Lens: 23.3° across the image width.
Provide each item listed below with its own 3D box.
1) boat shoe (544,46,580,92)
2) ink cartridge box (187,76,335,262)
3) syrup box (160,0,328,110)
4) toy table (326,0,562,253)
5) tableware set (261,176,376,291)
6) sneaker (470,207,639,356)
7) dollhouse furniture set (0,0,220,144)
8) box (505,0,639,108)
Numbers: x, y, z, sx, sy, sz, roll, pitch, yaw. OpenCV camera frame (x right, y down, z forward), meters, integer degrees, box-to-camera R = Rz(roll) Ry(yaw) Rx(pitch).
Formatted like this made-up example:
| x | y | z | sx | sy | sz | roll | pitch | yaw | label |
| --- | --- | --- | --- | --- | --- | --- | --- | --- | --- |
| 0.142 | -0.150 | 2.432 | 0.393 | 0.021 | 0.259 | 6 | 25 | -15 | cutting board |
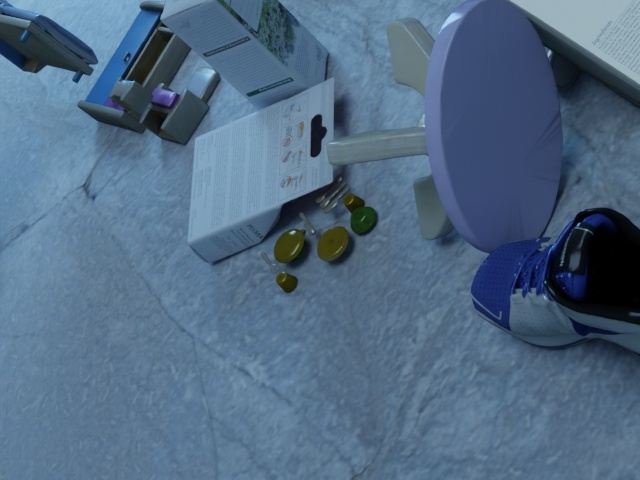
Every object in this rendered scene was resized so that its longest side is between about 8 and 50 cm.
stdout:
| x | y | z | sx | sy | sz | roll | pitch | yaw | label |
| --- | --- | --- | --- | --- | --- | --- | --- | --- | --- |
| 0.288 | -0.290 | 1.801 | 0.079 | 0.095 | 0.255 | 15 | 81 | 38 | boat shoe |
| -0.068 | -0.091 | 2.041 | 0.232 | 0.066 | 0.189 | -19 | 48 | 24 | ink cartridge box |
| -0.096 | -0.269 | 2.049 | 0.096 | 0.237 | 0.093 | -16 | 50 | 32 | syrup box |
| 0.151 | -0.125 | 1.708 | 0.161 | 0.252 | 0.274 | 8 | 100 | 54 | toy table |
| 0.000 | 0.000 | 1.921 | 0.154 | 0.024 | 0.104 | -45 | 42 | 8 | tableware set |
| 0.260 | 0.031 | 1.505 | 0.315 | 0.182 | 0.127 | 15 | 71 | 49 | sneaker |
| -0.326 | -0.318 | 2.268 | 0.286 | 0.303 | 0.198 | 18 | 75 | 50 | dollhouse furniture set |
| 0.283 | -0.256 | 1.683 | 0.275 | 0.094 | 0.113 | 39 | 92 | 24 | box |
